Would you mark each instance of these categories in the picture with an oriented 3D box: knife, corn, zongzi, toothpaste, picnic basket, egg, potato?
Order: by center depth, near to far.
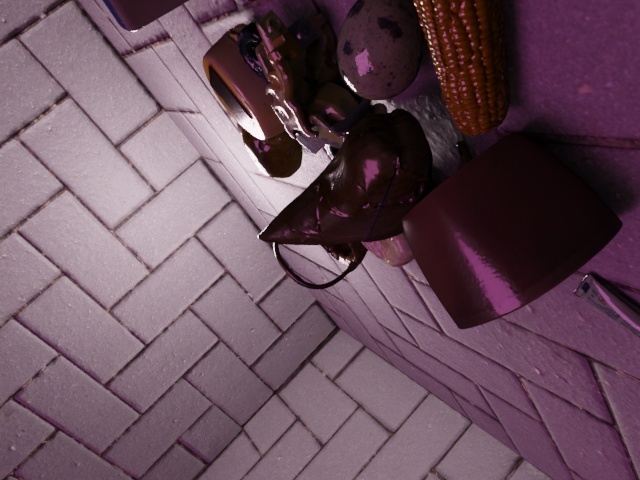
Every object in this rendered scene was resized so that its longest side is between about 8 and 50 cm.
[{"bbox_3d":[0.198,-0.281,0.680,0.115,0.115,0.318,33,164,42],"label":"corn"},{"bbox_3d":[0.097,-0.316,0.805,0.141,0.141,0.182,38,146,29],"label":"egg"},{"bbox_3d":[0.591,0.162,0.907,0.268,0.047,0.069,41,-175,28],"label":"toothpaste"},{"bbox_3d":[0.025,-0.093,0.978,0.356,0.392,0.174,66,-167,-71],"label":"zongzi"},{"bbox_3d":[0.315,-0.100,1.037,0.047,0.017,0.298,37,167,43],"label":"knife"},{"bbox_3d":[-0.151,-0.297,1.561,0.197,0.148,0.228,37,156,14],"label":"potato"},{"bbox_3d":[0.000,0.000,1.633,0.293,0.337,0.337,44,166,7],"label":"picnic basket"}]

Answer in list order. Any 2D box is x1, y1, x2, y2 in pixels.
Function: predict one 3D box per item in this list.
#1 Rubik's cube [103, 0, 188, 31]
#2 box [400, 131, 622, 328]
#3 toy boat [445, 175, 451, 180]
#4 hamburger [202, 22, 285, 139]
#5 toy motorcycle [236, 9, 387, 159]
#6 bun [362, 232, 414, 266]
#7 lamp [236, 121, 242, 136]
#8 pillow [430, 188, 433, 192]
[{"bbox_3d":[-0.209,-0.522,0.553,0.347,0.346,0.344,54,172,31],"label":"Rubik's cube"},{"bbox_3d":[0.287,-0.021,0.819,0.216,0.301,0.301,54,167,6],"label":"box"},{"bbox_3d":[0.294,-0.014,1.043,0.262,0.115,0.114,55,178,-29],"label":"toy boat"},{"bbox_3d":[-0.161,-0.399,1.273,0.302,0.170,0.302,47,169,12],"label":"hamburger"},{"bbox_3d":[-0.005,-0.302,1.063,0.410,0.169,0.237,46,156,-19],"label":"toy motorcycle"},{"bbox_3d":[0.188,-0.040,1.340,0.231,0.133,0.231,43,159,21],"label":"bun"},{"bbox_3d":[-0.205,-0.354,1.673,0.250,0.101,0.101,49,167,-30],"label":"lamp"},{"bbox_3d":[0.239,-0.096,1.190,0.208,0.055,0.141,38,171,31],"label":"pillow"}]
